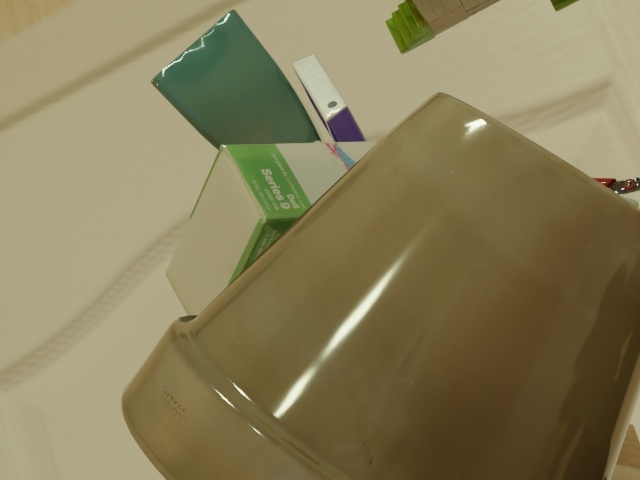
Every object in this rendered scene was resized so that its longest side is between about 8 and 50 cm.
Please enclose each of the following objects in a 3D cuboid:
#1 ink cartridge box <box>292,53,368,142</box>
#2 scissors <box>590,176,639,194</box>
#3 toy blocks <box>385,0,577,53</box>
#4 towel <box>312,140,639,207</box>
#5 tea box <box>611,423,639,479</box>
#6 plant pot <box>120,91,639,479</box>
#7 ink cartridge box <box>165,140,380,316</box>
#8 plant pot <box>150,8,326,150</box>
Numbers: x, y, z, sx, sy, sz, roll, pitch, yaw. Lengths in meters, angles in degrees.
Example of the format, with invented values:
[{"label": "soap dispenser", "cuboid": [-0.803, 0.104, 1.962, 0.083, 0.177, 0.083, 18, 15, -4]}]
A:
[{"label": "ink cartridge box", "cuboid": [0.044, -0.140, 2.008, 0.045, 0.208, 0.206, -28, -48, 4]}, {"label": "scissors", "cuboid": [0.474, -0.074, 2.211, 0.297, 0.109, 0.021, 2, -22, 25]}, {"label": "toy blocks", "cuboid": [0.210, -0.383, 1.592, 0.381, 0.190, 0.261, -27, -18, 11]}, {"label": "towel", "cuboid": [0.145, 0.073, 1.406, 0.320, 0.090, 0.374, 9, -44, 13]}, {"label": "tea box", "cuboid": [0.204, 0.376, 1.716, 0.329, 0.323, 0.220, 11, 20, -3]}, {"label": "plant pot", "cuboid": [0.078, 0.068, 0.901, 0.280, 0.323, 0.323, -59, -29, 6]}, {"label": "ink cartridge box", "cuboid": [0.000, 0.000, 1.168, 0.212, 0.093, 0.154, -5, -42, -35]}, {"label": "plant pot", "cuboid": [-0.104, -0.190, 2.107, 0.165, 0.234, 0.166, -41, -12, 2]}]
